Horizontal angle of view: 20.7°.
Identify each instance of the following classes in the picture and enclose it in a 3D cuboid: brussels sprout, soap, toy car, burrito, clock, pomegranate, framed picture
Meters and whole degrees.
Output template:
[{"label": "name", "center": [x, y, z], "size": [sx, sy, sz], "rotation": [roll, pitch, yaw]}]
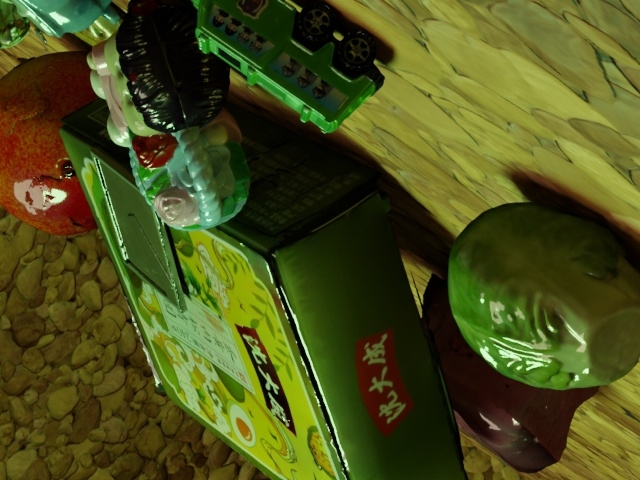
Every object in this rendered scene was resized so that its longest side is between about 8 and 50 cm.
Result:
[{"label": "brussels sprout", "center": [0.157, 0.043, 1.213], "size": [0.155, 0.117, 0.155], "rotation": [44, 179, 1]}, {"label": "soap", "center": [0.177, 0.144, 1.856], "size": [0.220, 0.127, 0.325], "rotation": [36, 175, 5]}, {"label": "toy car", "center": [-0.036, -0.135, 1.130], "size": [0.165, 0.062, 0.071], "rotation": [35, 174, 0]}, {"label": "burrito", "center": [-0.336, -0.252, 1.811], "size": [0.288, 0.054, 0.104], "rotation": [-132, 20, -78]}, {"label": "clock", "center": [-0.120, -0.103, 1.445], "size": [0.195, 0.100, 0.194], "rotation": [166, 84, -81]}, {"label": "pomegranate", "center": [-0.290, -0.116, 1.978], "size": [0.235, 0.210, 0.210], "rotation": [38, 178, 41]}, {"label": "framed picture", "center": [-0.174, -0.010, 1.689], "size": [0.109, 0.011, 0.149], "rotation": [38, 151, 41]}]

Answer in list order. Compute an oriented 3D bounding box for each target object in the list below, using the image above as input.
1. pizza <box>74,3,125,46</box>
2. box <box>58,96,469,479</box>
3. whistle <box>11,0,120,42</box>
[{"label": "pizza", "center": [-0.234, -0.224, 1.634], "size": [0.185, 0.036, 0.176], "rotation": [32, 173, 22]}, {"label": "box", "center": [-0.060, 0.060, 1.738], "size": [0.420, 0.138, 0.373], "rotation": [30, 145, 49]}, {"label": "whistle", "center": [-0.236, -0.246, 1.289], "size": [0.180, 0.093, 0.269], "rotation": [35, 170, 50]}]
